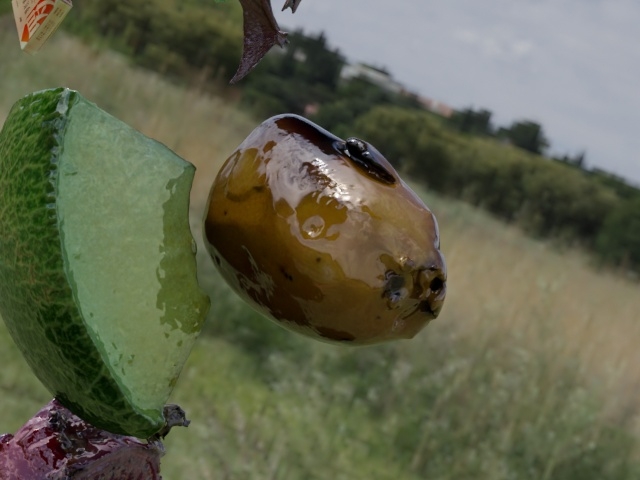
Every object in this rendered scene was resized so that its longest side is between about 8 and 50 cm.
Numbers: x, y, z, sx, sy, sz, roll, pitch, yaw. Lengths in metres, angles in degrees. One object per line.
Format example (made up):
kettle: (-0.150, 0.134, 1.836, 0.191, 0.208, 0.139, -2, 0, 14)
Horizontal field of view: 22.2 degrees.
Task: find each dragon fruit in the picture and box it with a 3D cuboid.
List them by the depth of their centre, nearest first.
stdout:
dragon fruit: (-0.280, 0.264, 1.770, 0.147, 0.282, 0.211, 31, -16, 30)

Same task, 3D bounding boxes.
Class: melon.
melon: (-0.231, 0.018, 1.606, 0.226, 0.331, 0.343, -25, 6, -31)

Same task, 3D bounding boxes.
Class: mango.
mango: (0.000, 0.000, 1.507, 0.287, 0.153, 0.201, 25, -39, 52)

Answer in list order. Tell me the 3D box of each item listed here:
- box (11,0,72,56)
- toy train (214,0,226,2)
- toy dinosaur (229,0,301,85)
box: (-0.239, -0.203, 1.399, 0.015, 0.058, 0.093, 32, 21, -32)
toy train: (-0.020, -0.369, 1.737, 0.301, 0.120, 0.202, -7, -46, 20)
toy dinosaur: (-0.047, -0.240, 1.419, 0.108, 0.220, 0.032, 19, 10, 5)
